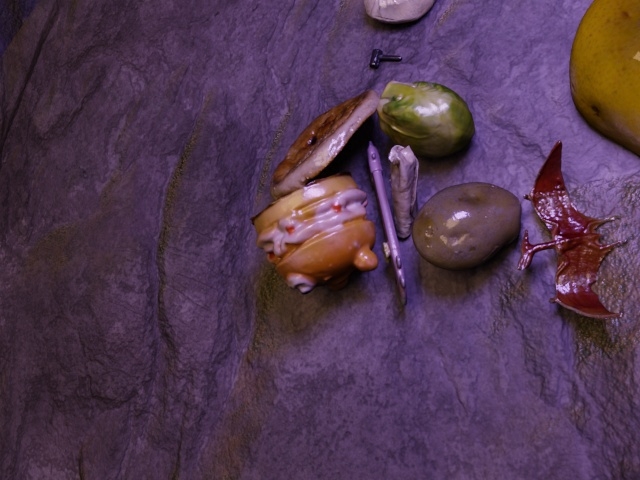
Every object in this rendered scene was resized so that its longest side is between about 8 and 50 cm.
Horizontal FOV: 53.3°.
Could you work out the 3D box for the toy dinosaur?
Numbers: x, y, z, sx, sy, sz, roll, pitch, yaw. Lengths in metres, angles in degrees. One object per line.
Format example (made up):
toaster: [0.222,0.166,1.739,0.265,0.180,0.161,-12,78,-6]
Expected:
toy dinosaur: [0.488,-0.018,1.233,0.207,0.113,0.327,13,76,15]

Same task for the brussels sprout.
brussels sprout: [0.234,-0.268,1.411,0.223,0.223,0.161,20,99,34]

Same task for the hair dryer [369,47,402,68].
hair dryer: [0.167,-0.460,1.616,0.083,0.026,0.047,10,84,25]

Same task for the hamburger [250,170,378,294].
hamburger: [0.000,0.000,1.454,0.276,0.276,0.237,-28,83,22]

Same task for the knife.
knife: [0.147,-0.044,1.458,0.038,0.132,0.398,-8,63,0]

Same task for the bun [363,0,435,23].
bun: [0.195,-0.622,1.590,0.188,0.111,0.164,8,84,29]

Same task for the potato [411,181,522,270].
potato: [0.306,-0.033,1.334,0.235,0.160,0.178,-18,85,5]

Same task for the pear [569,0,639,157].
pear: [0.637,-0.358,1.201,0.340,0.191,0.386,-25,64,24]

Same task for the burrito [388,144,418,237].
burrito: [0.186,-0.113,1.415,0.060,0.226,0.087,5,48,16]

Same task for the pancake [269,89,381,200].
pancake: [0.000,-0.229,1.520,0.356,0.065,0.356,-42,17,16]
